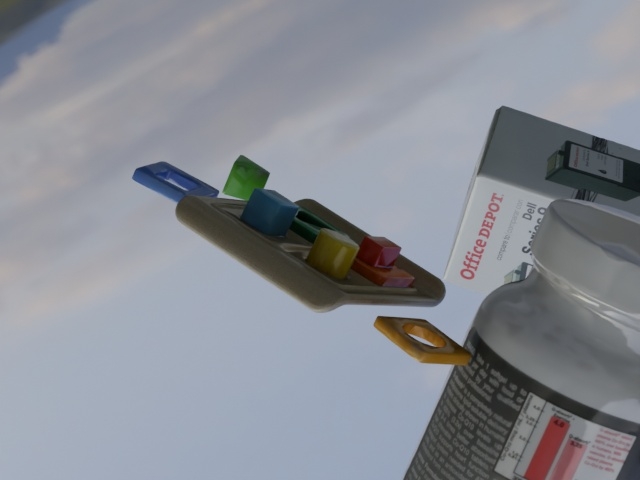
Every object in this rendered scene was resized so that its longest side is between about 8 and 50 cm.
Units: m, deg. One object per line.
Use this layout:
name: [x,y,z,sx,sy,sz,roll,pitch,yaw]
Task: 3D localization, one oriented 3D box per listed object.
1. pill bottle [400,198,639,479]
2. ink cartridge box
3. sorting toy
pill bottle: [0.200,0.162,1.660,0.210,0.210,0.363,-84,-164,-73]
ink cartridge box: [0.305,-0.008,2.257,0.211,0.289,0.121,103,6,-51]
sorting toy: [0.000,0.000,1.680,0.196,0.348,0.047,-3,121,-57]
